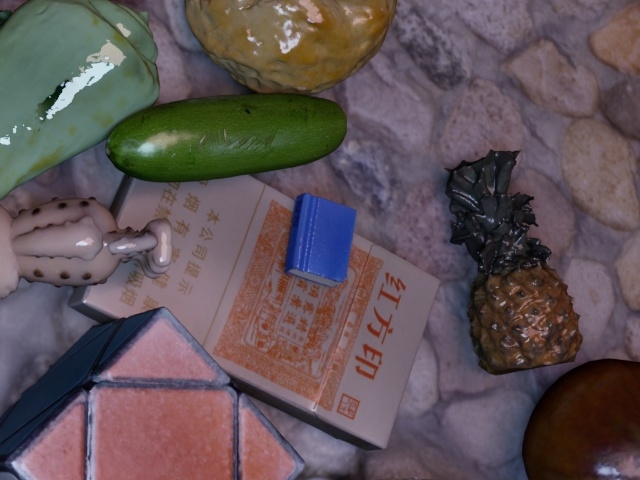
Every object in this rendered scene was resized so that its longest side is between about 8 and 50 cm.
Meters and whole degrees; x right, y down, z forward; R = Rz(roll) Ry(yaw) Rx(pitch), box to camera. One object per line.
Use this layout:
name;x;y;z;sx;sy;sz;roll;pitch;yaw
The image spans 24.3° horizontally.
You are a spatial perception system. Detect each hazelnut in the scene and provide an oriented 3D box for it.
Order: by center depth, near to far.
hazelnut;0.351;0.245;1.640;0.251;0.217;0.217;35;68;-18

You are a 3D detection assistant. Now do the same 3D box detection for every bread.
bread;-0.021;-0.267;1.568;0.244;0.134;0.244;6;77;-26

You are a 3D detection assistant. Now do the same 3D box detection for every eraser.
eraser;0.000;0.000;1.540;0.063;0.027;0.085;18;70;-26

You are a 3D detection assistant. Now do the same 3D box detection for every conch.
conch;-0.269;-0.151;1.445;0.250;0.137;0.143;-27;123;-9

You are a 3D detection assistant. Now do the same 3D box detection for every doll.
doll;-0.274;0.011;1.362;0.278;0.154;0.119;-3;83;-5

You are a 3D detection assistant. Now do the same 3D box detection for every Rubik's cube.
Rubik's cube;-0.179;0.207;1.373;0.207;0.205;0.205;48;64;-11

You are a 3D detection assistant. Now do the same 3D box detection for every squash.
squash;-0.081;-0.106;1.490;0.292;0.082;0.082;-10;87;-39

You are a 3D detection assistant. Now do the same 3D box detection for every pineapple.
pineapple;0.209;0.023;1.652;0.128;0.128;0.248;-9;82;-28

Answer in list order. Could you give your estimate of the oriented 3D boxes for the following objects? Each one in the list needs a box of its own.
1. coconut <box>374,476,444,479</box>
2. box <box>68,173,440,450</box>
coconut;0.080;0.357;1.474;0.227;0.227;0.230;12;70;-25
box;-0.058;0.055;1.543;0.365;0.051;0.205;28;68;-22
